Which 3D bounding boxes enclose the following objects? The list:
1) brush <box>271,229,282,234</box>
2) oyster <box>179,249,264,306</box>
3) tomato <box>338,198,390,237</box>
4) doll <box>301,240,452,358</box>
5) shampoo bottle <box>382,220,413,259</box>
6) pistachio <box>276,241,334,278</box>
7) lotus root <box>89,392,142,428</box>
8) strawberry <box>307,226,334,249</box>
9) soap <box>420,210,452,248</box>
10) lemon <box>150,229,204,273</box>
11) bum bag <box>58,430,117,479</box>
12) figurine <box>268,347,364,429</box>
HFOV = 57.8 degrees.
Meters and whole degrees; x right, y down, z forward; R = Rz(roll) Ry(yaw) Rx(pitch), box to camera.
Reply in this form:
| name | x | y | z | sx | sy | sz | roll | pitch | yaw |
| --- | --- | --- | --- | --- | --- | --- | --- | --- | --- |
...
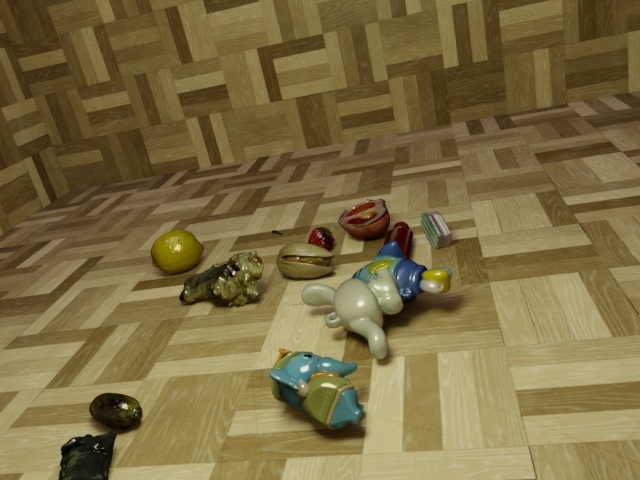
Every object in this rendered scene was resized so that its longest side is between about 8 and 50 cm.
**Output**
| name | x | y | z | sx | sy | sz | roll | pitch | yaw |
| --- | --- | --- | --- | --- | --- | --- | --- | --- | --- |
| brush | -0.185 | -0.035 | 2.483 | 0.024 | 0.008 | 0.083 | -22 | 24 | -29 |
| oyster | -0.341 | 0.135 | 2.001 | 0.336 | 0.133 | 0.198 | -17 | 45 | 32 |
| tomato | 0.175 | -0.065 | 2.226 | 0.199 | 0.112 | 0.228 | -17 | 22 | 12 |
| doll | 0.171 | 0.156 | 1.659 | 0.365 | 0.187 | 0.376 | -31 | 50 | -18 |
| shampoo bottle | 0.274 | 0.009 | 2.055 | 0.102 | 0.064 | 0.260 | -7 | 24 | 17 |
| pistachio | -0.055 | 0.070 | 2.023 | 0.223 | 0.127 | 0.152 | 1 | -9 | 29 |
| lotus root | -0.528 | 0.433 | 1.486 | 0.179 | 0.081 | 0.089 | 2 | 25 | 31 |
| strawberry | -0.001 | 0.000 | 2.203 | 0.106 | 0.106 | 0.106 | -11 | 23 | 5 |
| soap | 0.407 | -0.040 | 2.049 | 0.056 | 0.100 | 0.149 | -11 | 47 | -10 |
| lemon | -0.574 | 0.045 | 2.308 | 0.193 | 0.181 | 0.181 | -32 | 20 | 12 |
| bum bag | -0.516 | 0.522 | 1.259 | 0.143 | 0.095 | 0.340 | -24 | 18 | -8 |
| figurine | -0.001 | 0.345 | 1.356 | 0.261 | 0.154 | 0.180 | 21 | 28 | 27 |
